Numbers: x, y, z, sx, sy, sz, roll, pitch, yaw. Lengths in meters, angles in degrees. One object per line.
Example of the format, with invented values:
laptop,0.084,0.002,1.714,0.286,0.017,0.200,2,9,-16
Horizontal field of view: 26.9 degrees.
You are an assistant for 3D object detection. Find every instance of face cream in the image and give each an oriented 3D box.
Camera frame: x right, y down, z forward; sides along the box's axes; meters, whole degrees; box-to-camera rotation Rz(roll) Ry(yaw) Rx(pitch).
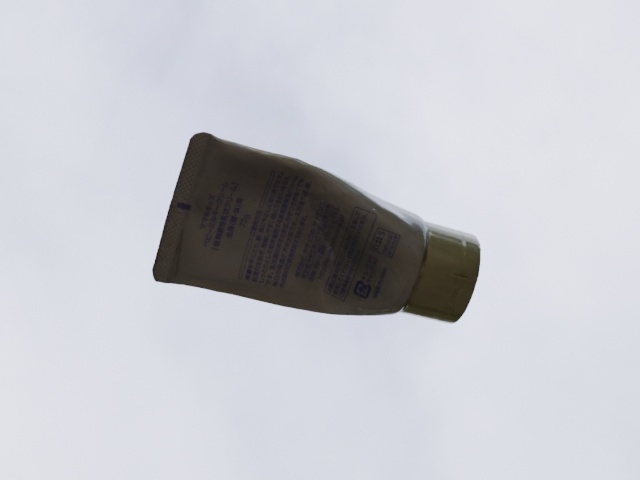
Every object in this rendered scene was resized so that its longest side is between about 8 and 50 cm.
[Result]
face cream,0.000,0.000,0.962,0.224,0.070,0.114,14,-74,-14
